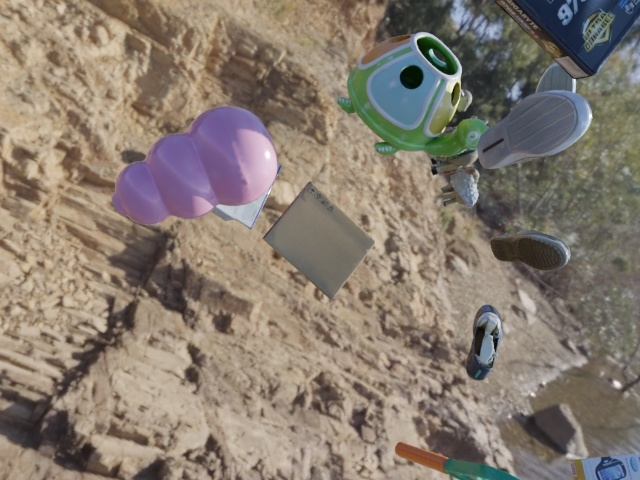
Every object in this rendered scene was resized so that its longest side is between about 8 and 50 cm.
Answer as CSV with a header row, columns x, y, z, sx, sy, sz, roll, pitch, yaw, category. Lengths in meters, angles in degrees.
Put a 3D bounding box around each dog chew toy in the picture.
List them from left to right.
x,y,z,sx,sy,sz,roll,pitch,yaw,category
-0.258,-0.137,1.204,0.206,0.332,0.206,61,-11,20,dog chew toy

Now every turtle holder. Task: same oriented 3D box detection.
x,y,z,sx,sy,sz,roll,pitch,yaw,category
0.218,-0.325,1.376,0.243,0.227,0.320,-13,69,-39,turtle holder

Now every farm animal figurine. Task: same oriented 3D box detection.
x,y,z,sx,sy,sz,roll,pitch,yaw,category
0.364,-0.298,1.602,0.326,0.172,0.330,-85,153,-49,farm animal figurine

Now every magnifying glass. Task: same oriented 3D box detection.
x,y,z,sx,sy,sz,roll,pitch,yaw,category
0.207,0.338,0.864,0.231,0.026,0.092,5,-35,47,magnifying glass

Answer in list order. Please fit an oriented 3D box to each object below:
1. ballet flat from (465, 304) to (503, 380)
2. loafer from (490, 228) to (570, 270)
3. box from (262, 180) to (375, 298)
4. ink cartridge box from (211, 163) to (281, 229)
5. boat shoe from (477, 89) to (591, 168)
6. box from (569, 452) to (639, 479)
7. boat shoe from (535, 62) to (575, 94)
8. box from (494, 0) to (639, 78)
x,y,z,sx,sy,sz,roll,pitch,yaw,category
0.376,0.218,1.335,0.074,0.074,0.203,31,55,-8,ballet flat
0.563,0.012,1.578,0.268,0.092,0.101,16,-51,66,loafer
0.000,0.000,1.267,0.201,0.164,0.021,42,-14,-15,box
-0.235,-0.167,1.533,0.224,0.223,0.045,35,-32,-21,ink cartridge box
0.396,-0.201,1.084,0.094,0.109,0.302,-10,-1,-15,boat shoe
0.529,0.432,1.074,0.136,0.081,0.028,-3,-21,-6,box
0.545,-0.322,1.386,0.083,0.226,0.075,19,50,22,boat shoe
0.376,-0.367,0.830,0.175,0.220,0.051,38,0,-14,box
